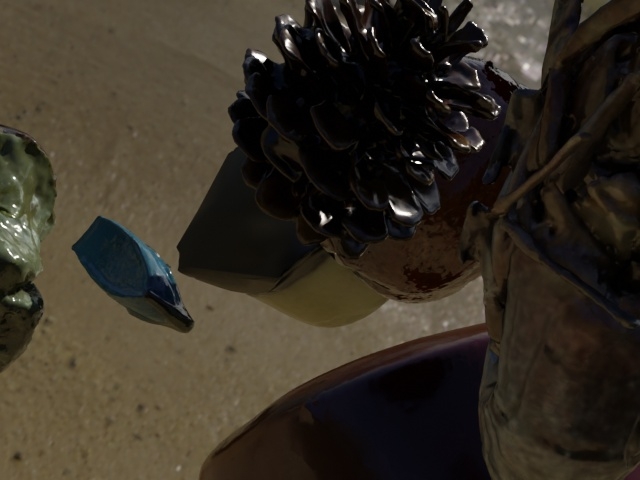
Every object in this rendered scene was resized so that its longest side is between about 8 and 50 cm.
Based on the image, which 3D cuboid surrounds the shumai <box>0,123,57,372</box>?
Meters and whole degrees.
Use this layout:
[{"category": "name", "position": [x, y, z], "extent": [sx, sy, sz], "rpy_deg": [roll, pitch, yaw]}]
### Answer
[{"category": "shumai", "position": [-0.428, -0.005, 1.478], "extent": [0.309, 0.304, 0.263], "rpy_deg": [23, 46, 8]}]

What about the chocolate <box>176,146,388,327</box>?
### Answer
[{"category": "chocolate", "position": [0.000, 0.000, 1.977], "extent": [0.297, 0.314, 0.326], "rpy_deg": [47, 58, -34]}]

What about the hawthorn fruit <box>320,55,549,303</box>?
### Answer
[{"category": "hawthorn fruit", "position": [0.124, -0.074, 1.428], "extent": [0.311, 0.295, 0.295], "rpy_deg": [-29, 64, -24]}]

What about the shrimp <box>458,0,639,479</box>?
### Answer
[{"category": "shrimp", "position": [0.130, -0.039, 0.485], "extent": [0.116, 0.343, 0.145], "rpy_deg": [22, 22, 22]}]

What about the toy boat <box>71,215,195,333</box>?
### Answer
[{"category": "toy boat", "position": [-0.211, 0.043, 1.426], "extent": [0.185, 0.075, 0.077], "rpy_deg": [37, -2, 41]}]

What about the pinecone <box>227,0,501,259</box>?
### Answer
[{"category": "pinecone", "position": [0.034, -0.087, 0.764], "extent": [0.163, 0.165, 0.163], "rpy_deg": [27, 42, -27]}]

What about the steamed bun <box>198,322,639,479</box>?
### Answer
[{"category": "steamed bun", "position": [0.093, 0.196, 0.938], "extent": [0.248, 0.379, 0.235], "rpy_deg": [59, 12, -69]}]
